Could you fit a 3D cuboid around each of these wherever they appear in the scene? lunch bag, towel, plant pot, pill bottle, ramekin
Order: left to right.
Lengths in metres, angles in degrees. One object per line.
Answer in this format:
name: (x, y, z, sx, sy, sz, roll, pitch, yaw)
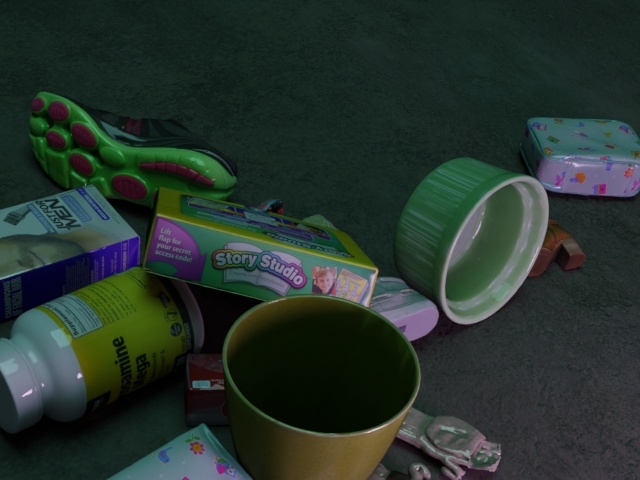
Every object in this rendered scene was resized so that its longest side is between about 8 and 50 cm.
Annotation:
pill bottle: (-0.367, 0.172, 1.668, 0.334, 0.187, 0.188, -25, 49, -36)
lunch bag: (-0.172, 0.415, 1.423, 0.223, 0.160, 0.262, -25, 60, -42)
plant pot: (-0.017, 0.276, 1.523, 0.275, 0.293, 0.274, 6, 38, -5)
towel: (0.000, 0.000, 2.112, 0.110, 0.027, 0.148, -19, 45, -34)
ramekin: (0.277, -0.009, 1.974, 0.303, 0.303, 0.148, -23, 40, -36)
lunch bag: (0.618, -0.201, 2.453, 0.279, 0.107, 0.224, 3, 34, -11)

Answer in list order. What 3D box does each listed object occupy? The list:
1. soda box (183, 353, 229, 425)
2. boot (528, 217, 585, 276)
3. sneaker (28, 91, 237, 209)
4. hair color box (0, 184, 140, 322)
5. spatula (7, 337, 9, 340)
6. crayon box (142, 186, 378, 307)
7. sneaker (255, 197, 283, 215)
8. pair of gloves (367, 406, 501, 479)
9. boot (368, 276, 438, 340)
soda box: (-0.089, 0.243, 1.716, 0.263, 0.092, 0.083, 1, 39, -11)
boot: (0.437, 0.000, 2.180, 0.197, 0.073, 0.152, 2, 37, -31)
sneaker: (-0.390, -0.174, 2.165, 0.483, 0.185, 0.202, 24, 21, 13)
hair color box: (-0.520, 0.026, 1.893, 0.339, 0.110, 0.185, -21, 48, -32)
spatula: (-0.546, 0.195, 1.725, 0.084, 0.030, 0.296, 25, 39, 22)
crayon box: (-0.112, 0.019, 1.777, 0.363, 0.106, 0.313, 14, 9, -10)
sneaker: (-0.172, -0.022, 2.039, 0.125, 0.104, 0.262, 24, 39, 21)
pair of gloves: (0.174, 0.366, 1.661, 0.204, 0.042, 0.240, 15, 35, 13)
boot: (0.077, 0.134, 1.848, 0.258, 0.095, 0.123, -10, 36, -36)
